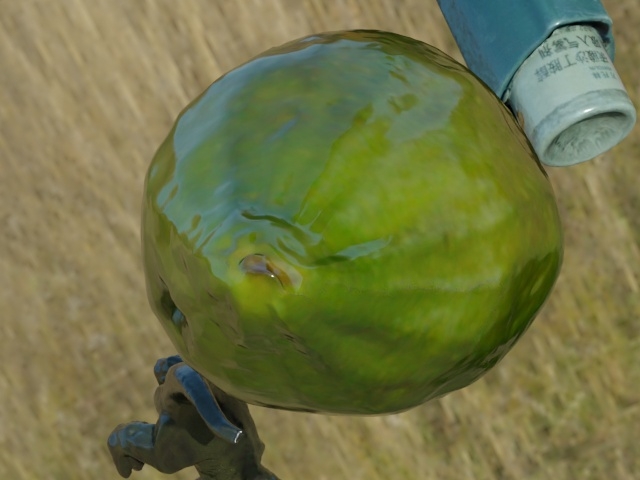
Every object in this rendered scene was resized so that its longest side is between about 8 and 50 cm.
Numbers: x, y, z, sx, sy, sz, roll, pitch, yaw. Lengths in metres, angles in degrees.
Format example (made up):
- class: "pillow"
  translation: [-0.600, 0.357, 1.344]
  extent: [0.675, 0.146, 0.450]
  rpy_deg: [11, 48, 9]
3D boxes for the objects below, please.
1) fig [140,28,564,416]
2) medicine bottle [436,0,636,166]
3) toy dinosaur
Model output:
- class: "fig"
  translation: [0.002, 0.008, 0.711]
  extent: [0.167, 0.167, 0.233]
  rpy_deg: [-10, 25, 34]
- class: "medicine bottle"
  translation: [0.101, -0.155, 1.051]
  extent: [0.079, 0.258, 0.124]
  rpy_deg: [-8, -31, -29]
- class: "toy dinosaur"
  translation: [-0.038, 0.124, 1.056]
  extent: [0.179, 0.187, 0.087]
  rpy_deg: [-2, 51, 48]
